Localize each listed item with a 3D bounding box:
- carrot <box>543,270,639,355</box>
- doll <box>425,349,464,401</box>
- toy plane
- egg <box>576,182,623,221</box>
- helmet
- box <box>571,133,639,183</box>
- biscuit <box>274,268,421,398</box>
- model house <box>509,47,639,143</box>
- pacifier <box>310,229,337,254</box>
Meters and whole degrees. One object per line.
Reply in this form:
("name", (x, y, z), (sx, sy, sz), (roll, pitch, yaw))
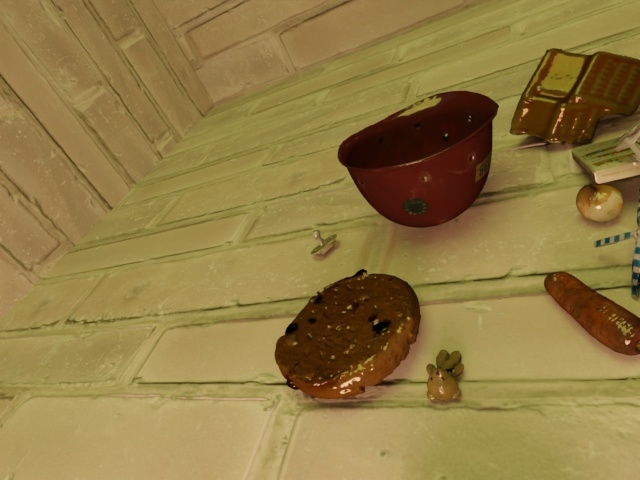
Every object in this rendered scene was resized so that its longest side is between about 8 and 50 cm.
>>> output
("carrot", (0.406, 0.104, 0.682), (0.060, 0.060, 0.186), (-30, 29, -1))
("doll", (0.198, 0.214, 0.719), (0.061, 0.051, 0.093), (-9, 7, 30))
("toy plane", (0.534, -0.047, 0.724), (0.107, 0.182, 0.273), (17, 42, -9))
("egg", (0.513, -0.072, 0.836), (0.071, 0.071, 0.083), (-21, 23, 14))
("helmet", (0.242, -0.162, 1.028), (0.337, 0.230, 0.385), (-2, 32, 35))
("box", (0.582, -0.164, 0.886), (0.122, 0.032, 0.220), (-13, 16, 23))
("biscuit", (0.054, 0.172, 0.844), (0.296, 0.075, 0.296), (-24, 27, 13))
("model house", (0.622, -0.333, 1.068), (0.239, 0.173, 0.268), (29, 93, 40))
("pacifier", (0.000, 0.000, 1.147), (0.083, 0.064, 0.068), (-40, 16, -18))
